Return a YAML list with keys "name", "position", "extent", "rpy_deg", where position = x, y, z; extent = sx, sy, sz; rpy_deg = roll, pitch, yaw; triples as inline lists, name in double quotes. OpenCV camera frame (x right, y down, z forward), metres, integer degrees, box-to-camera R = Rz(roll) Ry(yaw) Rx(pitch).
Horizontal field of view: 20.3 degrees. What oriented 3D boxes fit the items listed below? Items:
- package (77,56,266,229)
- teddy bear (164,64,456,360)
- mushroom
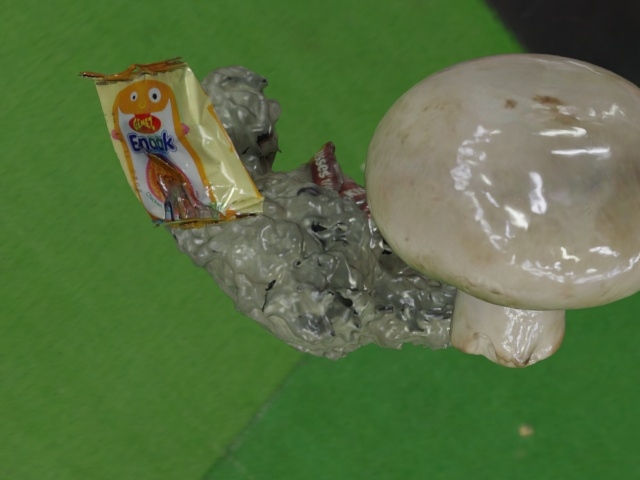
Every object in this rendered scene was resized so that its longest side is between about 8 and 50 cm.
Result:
- name: "package"
  position: [-0.091, -0.057, 1.094]
  extent: [0.031, 0.108, 0.120]
  rpy_deg: [-38, 112, -34]
- name: "teddy bear"
  position: [0.000, 0.000, 1.687]
  extent: [0.357, 0.367, 0.224]
  rpy_deg: [29, 95, -7]
- name: "mushroom"
  position: [0.126, -0.012, 1.102]
  extent: [0.204, 0.204, 0.204]
  rpy_deg: [8, 74, -30]
